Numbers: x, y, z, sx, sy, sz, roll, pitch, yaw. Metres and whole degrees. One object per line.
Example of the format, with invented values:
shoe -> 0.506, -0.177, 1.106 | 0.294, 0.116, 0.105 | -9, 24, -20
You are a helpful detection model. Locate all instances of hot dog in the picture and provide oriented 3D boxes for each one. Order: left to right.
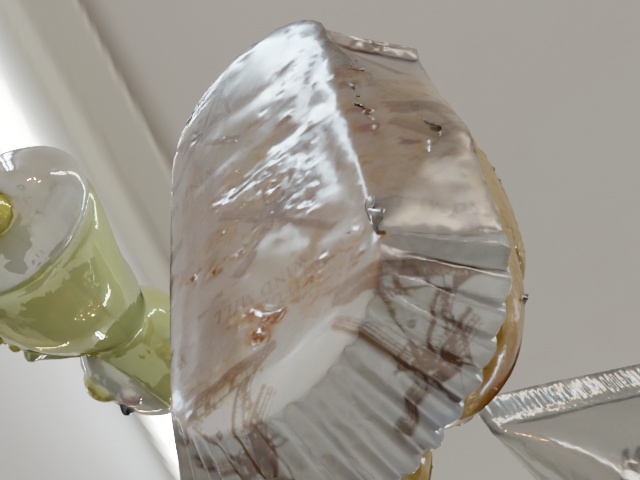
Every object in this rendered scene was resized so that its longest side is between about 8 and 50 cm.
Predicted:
hot dog -> 0.000, 0.000, 0.495 | 0.131, 0.252, 0.069 | -37, -62, 15

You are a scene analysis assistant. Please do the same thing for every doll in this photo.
doll -> -0.159, 0.043, 0.962 | 0.141, 0.117, 0.296 | 21, -26, 45

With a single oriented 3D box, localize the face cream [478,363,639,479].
face cream -> 0.208, 0.164, 0.657 | 0.314, 0.143, 0.089 | 49, -41, 43
